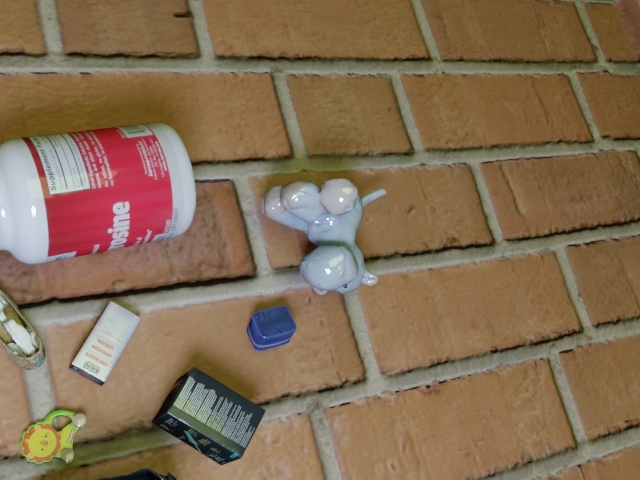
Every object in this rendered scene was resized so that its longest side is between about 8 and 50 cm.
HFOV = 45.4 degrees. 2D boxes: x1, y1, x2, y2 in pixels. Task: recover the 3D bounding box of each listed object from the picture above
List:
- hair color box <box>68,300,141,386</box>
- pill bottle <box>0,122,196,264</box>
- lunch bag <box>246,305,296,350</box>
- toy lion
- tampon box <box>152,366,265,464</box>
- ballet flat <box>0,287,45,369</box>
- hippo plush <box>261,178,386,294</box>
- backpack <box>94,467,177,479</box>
[{"bbox_3d":[-0.401,0.192,1.430,0.072,0.043,0.141,33,57,-12],"label":"hair color box"},{"bbox_3d":[-0.457,-0.084,1.408,0.407,0.229,0.229,-13,76,-31],"label":"pill bottle"},{"bbox_3d":[-0.100,0.182,1.579,0.098,0.065,0.067,-10,59,-29],"label":"lunch bag"},{"bbox_3d":[-0.471,0.345,1.340,0.096,0.034,0.100,19,61,-11],"label":"toy lion"},{"bbox_3d":[-0.209,0.328,1.425,0.161,0.120,0.101,35,58,-11],"label":"tampon box"},{"bbox_3d":[-0.559,0.138,1.357,0.206,0.067,0.073,48,57,-2],"label":"ballet flat"},{"bbox_3d":[0.000,0.000,1.659,0.294,0.234,0.237,5,82,-70],"label":"hippo plush"},{"bbox_3d":[-0.347,0.491,1.220,0.263,0.276,0.213,2,67,-13],"label":"backpack"}]
